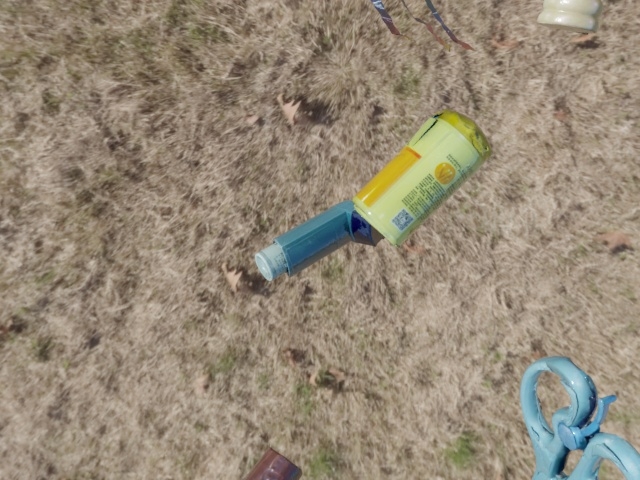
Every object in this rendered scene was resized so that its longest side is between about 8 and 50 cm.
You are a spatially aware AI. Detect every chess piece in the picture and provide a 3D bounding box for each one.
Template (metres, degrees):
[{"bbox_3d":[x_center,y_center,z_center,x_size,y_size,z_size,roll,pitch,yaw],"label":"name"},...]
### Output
[{"bbox_3d":[0.403,-0.412,0.848,0.094,0.094,0.170,10,108,-1],"label":"chess piece"}]

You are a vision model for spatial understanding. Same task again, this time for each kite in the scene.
[{"bbox_3d":[0.070,-0.368,0.727,0.204,0.360,0.022,-1,145,-37],"label":"kite"}]

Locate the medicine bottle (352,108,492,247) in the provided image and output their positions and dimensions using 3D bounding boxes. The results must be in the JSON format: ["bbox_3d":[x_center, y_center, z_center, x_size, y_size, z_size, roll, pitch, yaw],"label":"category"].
[{"bbox_3d":[0.170,-0.108,0.919,0.124,0.124,0.239,43,93,-10],"label":"medicine bottle"}]

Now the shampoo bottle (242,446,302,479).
[{"bbox_3d":[-0.117,0.381,0.714,0.068,0.067,0.236,27,66,28],"label":"shampoo bottle"}]

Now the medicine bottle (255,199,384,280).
[{"bbox_3d":[0.000,0.000,1.101,0.258,0.124,0.079,-28,129,-21],"label":"medicine bottle"}]

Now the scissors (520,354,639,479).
[{"bbox_3d":[0.282,0.294,0.674,0.032,0.180,0.393,-16,136,-13],"label":"scissors"}]
